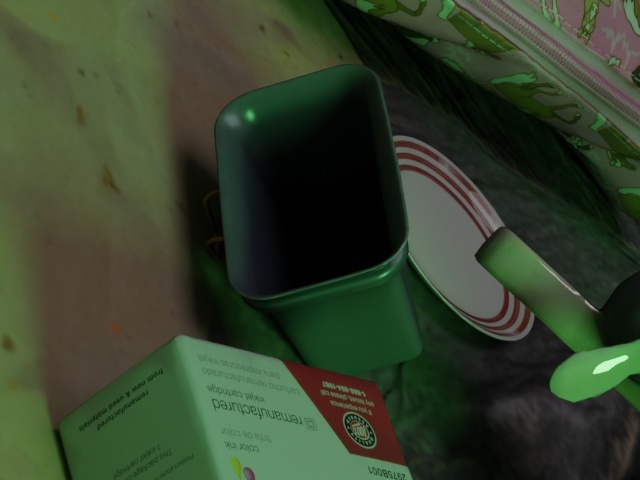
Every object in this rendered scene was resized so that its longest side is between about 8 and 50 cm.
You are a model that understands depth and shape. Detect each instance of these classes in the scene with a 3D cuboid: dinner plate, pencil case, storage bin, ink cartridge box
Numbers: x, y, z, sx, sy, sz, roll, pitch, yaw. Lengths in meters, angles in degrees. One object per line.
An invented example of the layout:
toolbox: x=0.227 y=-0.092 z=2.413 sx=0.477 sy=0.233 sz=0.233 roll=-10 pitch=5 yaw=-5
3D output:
dinner plate: x=0.076 y=0.001 z=1.002 sx=0.141 sy=0.017 sz=0.141 roll=37 pitch=31 yaw=-27
pencil case: x=0.142 y=-0.156 z=1.142 sx=0.386 sy=0.167 sz=0.160 roll=31 pitch=70 yaw=-36
storage bin: x=0.000 y=0.000 z=0.819 sx=0.091 sy=0.098 sz=0.135 roll=66 pitch=11 yaw=-45
ink cartridge box: x=-0.012 y=0.136 z=0.645 sx=0.127 sy=0.072 sz=0.175 roll=19 pitch=42 yaw=-49

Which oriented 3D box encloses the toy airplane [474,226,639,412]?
toy airplane: x=0.274 y=0.167 z=0.830 sx=0.386 sy=0.272 sz=0.384 roll=22 pitch=30 yaw=-35
